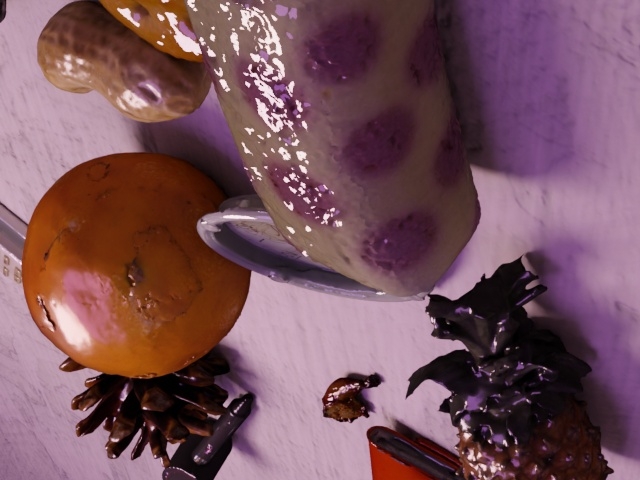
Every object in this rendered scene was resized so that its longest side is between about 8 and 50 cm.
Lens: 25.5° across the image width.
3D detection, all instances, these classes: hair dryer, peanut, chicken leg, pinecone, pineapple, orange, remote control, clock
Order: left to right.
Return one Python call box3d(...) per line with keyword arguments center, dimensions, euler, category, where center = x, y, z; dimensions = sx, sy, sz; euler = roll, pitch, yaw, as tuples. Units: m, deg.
box3d(center=(-0.406, 0.041, 2.015), dimensions=(0.277, 0.055, 0.103), euler=(39, 155, 3), category="remote control")
box3d(center=(-0.193, -0.171, 1.347), dimensions=(0.229, 0.098, 0.103), euler=(24, 130, 36), category="peanut")
box3d(center=(-0.194, 0.026, 1.502), dimensions=(0.246, 0.246, 0.246), euler=(31, 153, 18), category="orange")
box3d(center=(-0.234, 0.196, 1.879), dimensions=(0.228, 0.201, 0.202), euler=(14, 168, -3), category="pinecone")
box3d(center=(-0.145, 0.270, 2.019), dimensions=(0.070, 0.114, 0.248), euler=(33, 135, 0), category="hair dryer")
box3d(center=(0.000, 0.000, 1.359), dimensions=(0.236, 0.053, 0.236), euler=(14, 166, 4), category="clock")
box3d(center=(0.033, 0.188, 1.684), dimensions=(0.062, 0.037, 0.145), euler=(15, 152, 2), category="chicken leg")
box3d(center=(0.169, 0.148, 1.309), dimensions=(0.170, 0.141, 0.310), euler=(-12, 129, 13), category="pineapple")

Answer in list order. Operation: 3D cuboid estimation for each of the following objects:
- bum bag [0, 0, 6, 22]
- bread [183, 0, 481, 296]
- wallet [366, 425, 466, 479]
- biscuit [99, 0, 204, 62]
box3d(center=(-0.405, -0.320, 1.435), dimensions=(0.248, 0.060, 0.123), euler=(49, 157, -14), category="bum bag")
box3d(center=(0.006, -0.120, 1.091), dimensions=(0.187, 0.155, 0.338), euler=(26, 151, 36), category="bread")
box3d(center=(0.124, 0.307, 1.738), dimensions=(0.142, 0.045, 0.204), euler=(27, 152, 21), category="wallet")
box3d(center=(-0.129, -0.242, 1.180), dimensions=(0.220, 0.066, 0.220), euler=(31, 153, 17), category="biscuit")
